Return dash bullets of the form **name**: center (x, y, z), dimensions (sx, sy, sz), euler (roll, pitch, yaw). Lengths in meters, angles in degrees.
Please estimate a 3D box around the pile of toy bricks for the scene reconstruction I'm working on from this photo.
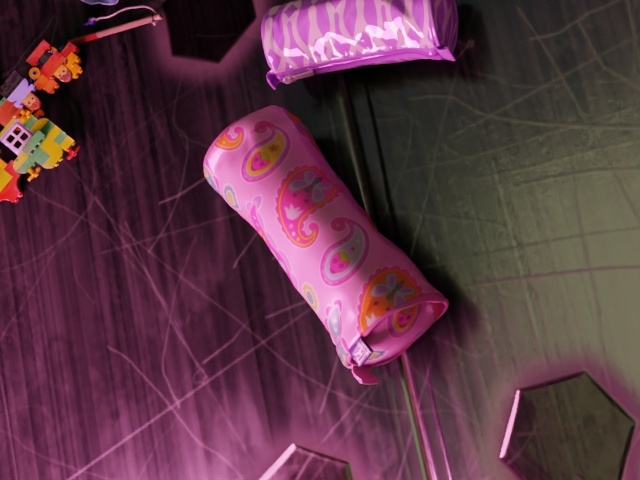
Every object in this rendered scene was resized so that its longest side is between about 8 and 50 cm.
- **pile of toy bricks**: center (-0.327, -0.124, 1.480), dimensions (0.105, 0.118, 0.212), euler (40, 91, -4)

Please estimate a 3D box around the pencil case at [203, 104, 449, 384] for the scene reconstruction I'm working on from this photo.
- **pencil case**: center (0.000, 0.000, 1.261), dimensions (0.124, 0.124, 0.284), euler (-44, 65, 14)

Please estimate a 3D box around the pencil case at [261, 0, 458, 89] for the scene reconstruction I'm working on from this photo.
- **pencil case**: center (0.037, -0.208, 1.298), dimensions (0.206, 0.086, 0.088), euler (-8, 57, 27)

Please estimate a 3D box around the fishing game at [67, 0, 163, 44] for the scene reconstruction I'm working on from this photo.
- **fishing game**: center (-0.248, -0.366, 1.510), dimensions (0.189, 0.041, 0.264), euler (-9, 77, 27)
